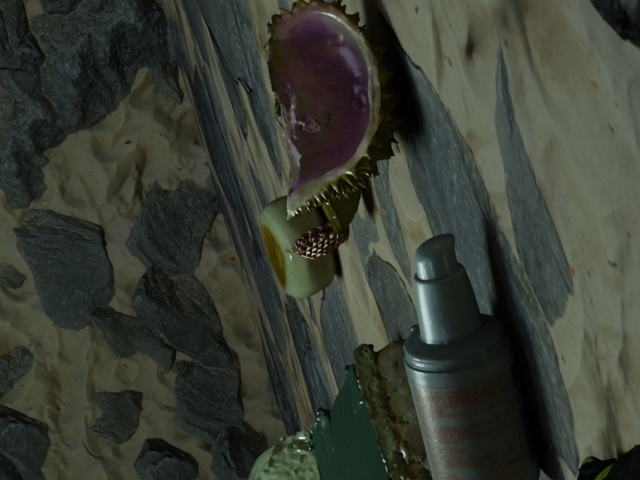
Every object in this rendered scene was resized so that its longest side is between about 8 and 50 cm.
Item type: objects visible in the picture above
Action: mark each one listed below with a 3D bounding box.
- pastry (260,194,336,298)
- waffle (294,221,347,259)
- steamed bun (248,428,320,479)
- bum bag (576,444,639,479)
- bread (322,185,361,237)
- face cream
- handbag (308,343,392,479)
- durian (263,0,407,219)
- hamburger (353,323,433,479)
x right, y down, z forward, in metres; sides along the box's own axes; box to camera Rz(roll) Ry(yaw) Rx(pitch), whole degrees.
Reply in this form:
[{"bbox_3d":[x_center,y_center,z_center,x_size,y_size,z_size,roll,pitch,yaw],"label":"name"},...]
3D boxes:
[{"bbox_3d":[-0.031,0.009,1.996,0.156,0.092,0.156,158,90,-82],"label":"pastry"},{"bbox_3d":[0.000,0.000,1.829,0.083,0.075,0.029,83,162,-72],"label":"waffle"},{"bbox_3d":[0.046,0.449,1.964,0.312,0.233,0.333,65,-175,-62],"label":"steamed bun"},{"bbox_3d":[0.221,0.200,0.947,0.232,0.060,0.106,120,140,-76],"label":"bum bag"},{"bbox_3d":[0.012,-0.097,1.635,0.149,0.065,0.187,7,-118,-88],"label":"bread"},{"bbox_3d":[0.127,0.116,1.213,0.101,0.101,0.251,-132,25,-69],"label":"face cream"},{"bbox_3d":[0.066,0.293,1.725,0.247,0.079,0.260,114,150,-49],"label":"handbag"},{"bbox_3d":[0.014,-0.131,1.316,0.165,0.132,0.182,108,156,-56],"label":"durian"},{"bbox_3d":[0.134,0.221,1.381,0.131,0.124,0.262,43,-152,-68],"label":"hamburger"}]
